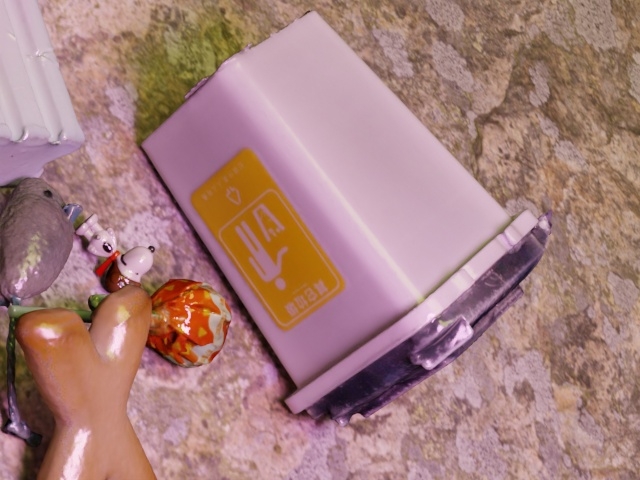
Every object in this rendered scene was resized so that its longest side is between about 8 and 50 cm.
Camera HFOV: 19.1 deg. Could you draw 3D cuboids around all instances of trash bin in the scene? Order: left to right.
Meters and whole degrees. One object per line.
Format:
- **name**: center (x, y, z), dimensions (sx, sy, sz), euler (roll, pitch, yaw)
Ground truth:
- **trash bin**: center (0.026, -0.036, 1.941), dimensions (0.367, 0.256, 0.296), euler (51, 45, 1)

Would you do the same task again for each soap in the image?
- **soap**: center (-0.341, -0.197, 1.722), dimensions (0.173, 0.095, 0.289), euler (-3, 69, -51)

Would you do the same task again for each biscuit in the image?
- **biscuit**: center (-0.197, 0.151, 1.635), dimensions (0.164, 0.047, 0.208), euler (-14, 106, -52)

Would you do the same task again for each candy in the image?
- **candy**: center (-0.184, 0.074, 1.723), dimensions (0.288, 0.078, 0.084), euler (6, 101, -56)

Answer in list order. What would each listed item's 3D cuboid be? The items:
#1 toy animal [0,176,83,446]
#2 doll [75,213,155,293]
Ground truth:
- **toy animal**: center (-0.260, 0.050, 1.680), dimensions (0.079, 0.070, 0.253), euler (18, 55, -27)
- **doll**: center (-0.198, 0.016, 1.798), dimensions (0.085, 0.040, 0.058), euler (30, 84, -8)
